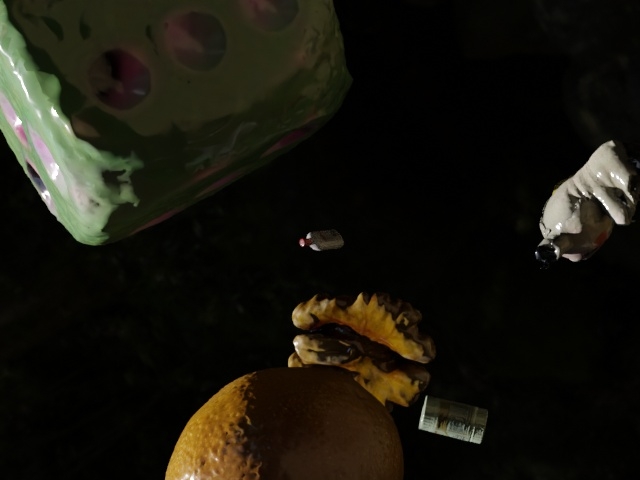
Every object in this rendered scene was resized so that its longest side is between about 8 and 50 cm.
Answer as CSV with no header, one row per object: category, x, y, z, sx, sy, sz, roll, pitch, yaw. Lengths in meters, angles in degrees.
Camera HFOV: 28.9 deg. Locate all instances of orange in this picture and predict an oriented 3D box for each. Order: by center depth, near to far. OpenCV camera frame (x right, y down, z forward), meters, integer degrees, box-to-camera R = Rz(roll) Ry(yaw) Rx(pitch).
orange,-0.030,0.251,1.280,0.264,0.264,0.264,56,-169,-16

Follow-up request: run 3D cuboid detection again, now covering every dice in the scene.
dice,-0.179,-0.197,1.288,0.318,0.322,0.330,60,161,0

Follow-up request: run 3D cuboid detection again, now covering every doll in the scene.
doll,0.353,-0.047,1.596,0.095,0.192,0.149,42,-161,-5

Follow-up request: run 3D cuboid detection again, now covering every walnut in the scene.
walnut,0.050,0.121,1.426,0.069,0.170,0.143,-35,-46,-71

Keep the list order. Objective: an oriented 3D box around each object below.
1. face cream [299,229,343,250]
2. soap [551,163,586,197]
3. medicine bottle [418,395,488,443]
face cream,0.000,0.000,2.113,0.083,0.021,0.040,-6,-133,-41
soap,0.411,-0.072,2.048,0.033,0.089,0.168,43,-138,-23
medicine bottle,0.174,0.234,1.629,0.047,0.083,0.047,13,-90,-86
